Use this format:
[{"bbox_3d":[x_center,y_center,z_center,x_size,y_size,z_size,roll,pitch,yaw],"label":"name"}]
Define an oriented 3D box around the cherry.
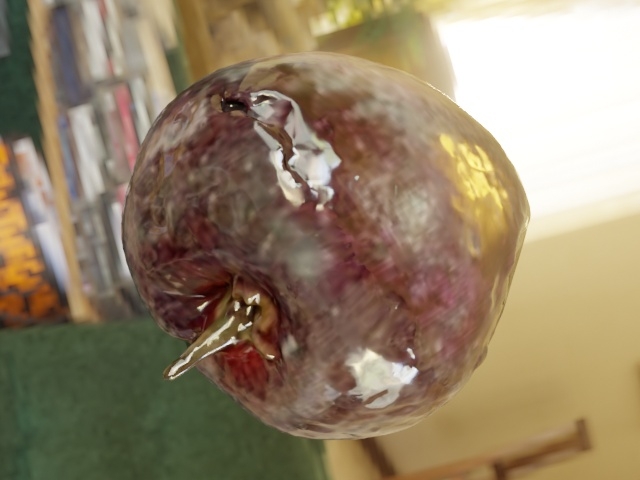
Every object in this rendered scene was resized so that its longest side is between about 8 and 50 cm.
[{"bbox_3d":[0.004,-0.005,0.860,0.195,0.195,0.195,-15,90,-82],"label":"cherry"}]
